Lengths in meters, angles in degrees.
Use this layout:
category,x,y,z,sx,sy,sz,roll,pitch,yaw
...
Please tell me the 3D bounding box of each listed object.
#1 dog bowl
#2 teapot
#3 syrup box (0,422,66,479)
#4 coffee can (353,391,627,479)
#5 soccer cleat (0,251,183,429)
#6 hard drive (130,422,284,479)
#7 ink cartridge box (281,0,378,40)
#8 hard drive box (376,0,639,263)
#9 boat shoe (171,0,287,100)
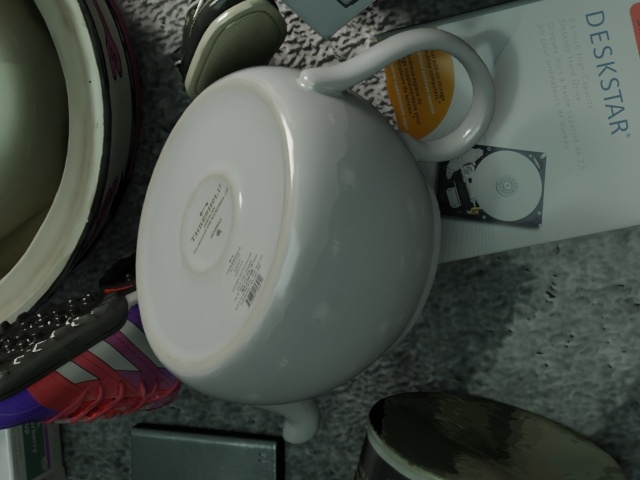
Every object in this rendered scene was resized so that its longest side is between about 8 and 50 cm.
category,x,y,z,sx,sy,sz,roll,pitch,yaw
dog bowl,-0.329,-0.113,1.316,0.408,0.150,0.408,3,100,18
teapot,0.000,0.000,1.129,0.256,0.187,0.253,-21,63,53
syrup box,-0.352,0.177,1.406,0.236,0.096,0.093,-1,99,20
coffee can,0.101,0.281,1.213,0.201,0.201,0.275,18,105,15
soccer cleat,-0.159,0.092,1.205,0.108,0.318,0.116,-10,102,28
hard drive,-0.097,0.209,1.363,0.135,0.022,0.094,3,101,19
ink cartridge box,0.069,-0.299,1.083,0.309,0.130,0.272,-37,126,22
hard drive box,0.179,-0.095,1.176,0.232,0.089,0.181,-12,97,20
boat shoe,-0.078,-0.151,1.186,0.084,0.233,0.079,-29,86,-8
